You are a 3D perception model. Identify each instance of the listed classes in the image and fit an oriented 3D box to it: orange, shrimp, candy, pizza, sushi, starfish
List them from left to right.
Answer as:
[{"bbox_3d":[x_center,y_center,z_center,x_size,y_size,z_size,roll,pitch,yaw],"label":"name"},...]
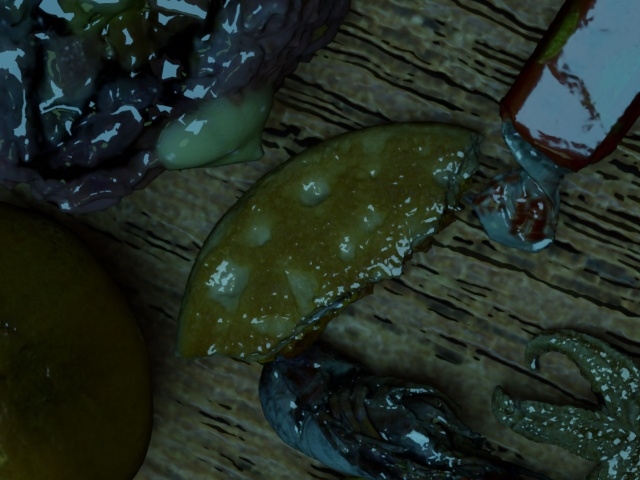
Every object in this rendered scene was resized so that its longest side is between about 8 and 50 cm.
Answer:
[{"bbox_3d":[-0.216,0.083,1.159,0.249,0.183,0.249,9,123,14],"label":"orange"},{"bbox_3d":[-0.112,-0.144,1.087,0.270,0.171,0.236,-31,95,12],"label":"sushi"},{"bbox_3d":[0.002,0.001,1.150,0.246,0.058,0.127,-47,66,5],"label":"pizza"},{"bbox_3d":[0.057,0.125,1.147,0.233,0.090,0.079,16,111,31],"label":"shrimp"},{"bbox_3d":[0.183,-0.121,1.088,0.086,0.059,0.292,35,107,6],"label":"candy"},{"bbox_3d":[0.214,0.141,1.146,0.209,0.053,0.150,44,112,-2],"label":"starfish"}]

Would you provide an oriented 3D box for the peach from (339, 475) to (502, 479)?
[{"bbox_3d":[0.077,0.236,1.129,0.226,0.196,0.190,39,74,-1],"label":"peach"}]
